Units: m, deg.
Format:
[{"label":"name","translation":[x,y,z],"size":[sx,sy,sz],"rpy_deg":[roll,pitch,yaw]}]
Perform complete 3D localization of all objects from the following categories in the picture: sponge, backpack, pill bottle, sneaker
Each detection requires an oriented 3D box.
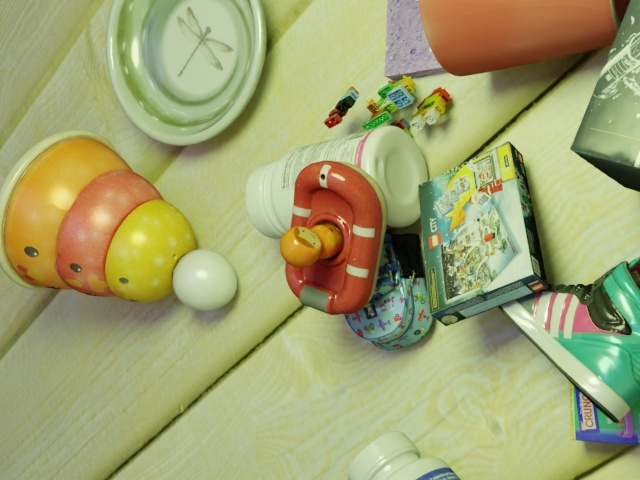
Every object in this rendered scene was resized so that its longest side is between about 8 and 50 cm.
[{"label":"sponge","translation":[0.162,-0.374,1.421],"size":[0.117,0.031,0.210],"rpy_deg":[-2,82,41]},{"label":"backpack","translation":[0.092,0.086,1.366],"size":[0.158,0.117,0.173],"rpy_deg":[-24,72,38]},{"label":"pill bottle","translation":[0.021,-0.084,1.421],"size":[0.283,0.160,0.160],"rpy_deg":[-9,78,41]},{"label":"sneaker","translation":[0.353,0.084,1.133],"size":[0.178,0.124,0.295],"rpy_deg":[-45,35,5]},{"label":"pill bottle","translation":[0.160,0.410,1.237],"size":[0.272,0.152,0.152],"rpy_deg":[49,115,35]}]

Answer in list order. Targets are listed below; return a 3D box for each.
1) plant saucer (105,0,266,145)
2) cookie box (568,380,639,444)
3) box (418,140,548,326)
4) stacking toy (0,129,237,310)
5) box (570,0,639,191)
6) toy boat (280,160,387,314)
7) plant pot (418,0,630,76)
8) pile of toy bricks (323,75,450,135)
[{"label":"plant saucer","translation":[-0.252,-0.388,1.714],"size":[0.400,0.100,0.401],"rpy_deg":[3,95,32]},{"label":"cookie box","translation":[0.385,0.219,1.137],"size":[0.107,0.040,0.092],"rpy_deg":[-7,80,42]},{"label":"box","translation":[0.222,-0.012,1.217],"size":[0.159,0.044,0.233],"rpy_deg":[-26,47,31]},{"label":"stacking toy","translation":[-0.369,0.006,1.704],"size":[0.480,0.350,0.351],"rpy_deg":[22,99,25]},{"label":"box","translation":[0.515,-0.180,0.957],"size":[0.343,0.179,0.313],"rpy_deg":[23,94,42]},{"label":"toy boat","translation":[0.000,0.000,1.252],"size":[0.151,0.151,0.231],"rpy_deg":[17,108,32]},{"label":"plant pot","translation":[0.296,-0.362,1.168],"size":[0.243,0.275,0.275],"rpy_deg":[6,88,32]},{"label":"pile of toy bricks","translation":[0.110,-0.226,1.416],"size":[0.212,0.118,0.105],"rpy_deg":[-21,32,49]}]
